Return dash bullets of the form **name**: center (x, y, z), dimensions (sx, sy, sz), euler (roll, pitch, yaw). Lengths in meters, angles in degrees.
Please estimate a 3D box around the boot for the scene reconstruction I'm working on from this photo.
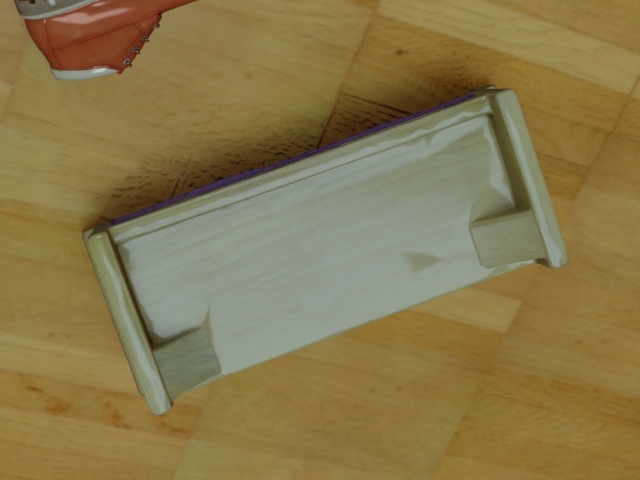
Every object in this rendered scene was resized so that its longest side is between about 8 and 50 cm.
- **boot**: center (-0.139, -0.169, 1.047), dimensions (0.158, 0.059, 0.084), euler (-14, 125, 2)

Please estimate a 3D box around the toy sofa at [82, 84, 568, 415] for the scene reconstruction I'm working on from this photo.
- **toy sofa**: center (0.000, 0.000, 1.144), dimensions (0.362, 0.177, 0.150), euler (-20, 97, -4)
